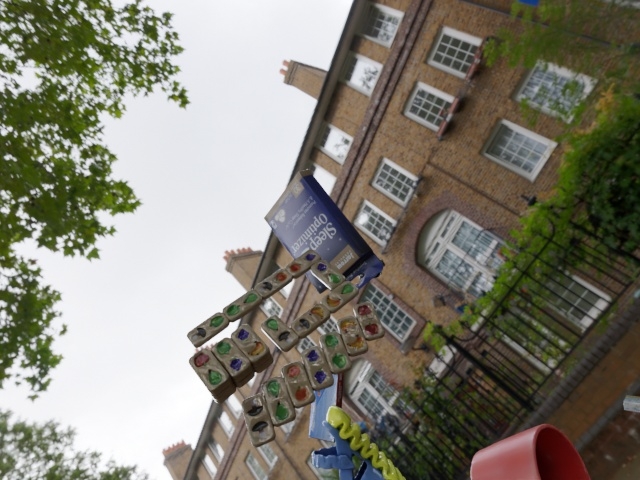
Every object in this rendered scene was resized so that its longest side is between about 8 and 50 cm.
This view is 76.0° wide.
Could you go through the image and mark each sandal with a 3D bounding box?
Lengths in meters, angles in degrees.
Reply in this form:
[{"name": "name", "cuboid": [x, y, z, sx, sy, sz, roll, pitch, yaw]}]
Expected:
[{"name": "sandal", "cuboid": [0.100, 0.549, 0.957, 0.138, 0.317, 0.126, -44, -20, -9]}]

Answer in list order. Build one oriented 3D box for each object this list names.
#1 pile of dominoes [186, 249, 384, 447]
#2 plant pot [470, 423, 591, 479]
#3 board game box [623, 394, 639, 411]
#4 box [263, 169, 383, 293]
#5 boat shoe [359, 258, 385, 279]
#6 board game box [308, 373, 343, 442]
[{"name": "pile of dominoes", "cuboid": [-0.046, 0.117, 0.554, 0.251, 0.196, 0.040, -35, -38, -25]}, {"name": "plant pot", "cuboid": [0.596, 0.698, 1.185, 0.275, 0.275, 0.243, -11, -22, -45]}, {"name": "board game box", "cuboid": [1.005, 0.496, 1.223, 0.103, 0.154, 0.026, 8, -101, -49]}, {"name": "box", "cuboid": [0.000, 0.000, 0.746, 0.036, 0.225, 0.136, -24, -18, -51]}, {"name": "boat shoe", "cuboid": [0.147, 0.086, 1.138, 0.049, 0.042, 0.133, -46, -14, 31]}, {"name": "board game box", "cuboid": [0.022, 0.499, 1.344, 0.027, 0.281, 0.145, 18, -25, -30]}]
